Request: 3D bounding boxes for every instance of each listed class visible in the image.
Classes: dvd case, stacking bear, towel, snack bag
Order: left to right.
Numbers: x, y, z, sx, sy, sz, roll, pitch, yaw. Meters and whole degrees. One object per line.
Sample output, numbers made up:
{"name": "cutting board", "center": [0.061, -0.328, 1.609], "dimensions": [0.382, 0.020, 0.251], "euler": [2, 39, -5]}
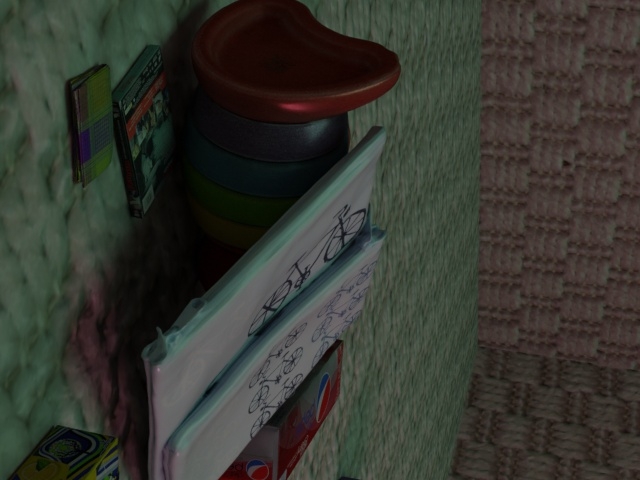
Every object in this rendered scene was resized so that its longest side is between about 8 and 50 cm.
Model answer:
{"name": "towel", "center": [-0.172, -0.088, 0.900], "dimensions": [0.060, 0.009, 0.083], "euler": [-58, 153, -60]}
{"name": "dvd case", "center": [-0.146, -0.091, 0.997], "dimensions": [0.087, 0.013, 0.119], "euler": [-67, 158, -46]}
{"name": "stacking bear", "center": [-0.052, -0.054, 1.116], "dimensions": [0.164, 0.175, 0.289], "euler": [-32, 143, -40]}
{"name": "snack bag", "center": [-0.042, 0.082, 1.090], "dimensions": [0.323, 0.037, 0.342], "euler": [-45, 161, -30]}

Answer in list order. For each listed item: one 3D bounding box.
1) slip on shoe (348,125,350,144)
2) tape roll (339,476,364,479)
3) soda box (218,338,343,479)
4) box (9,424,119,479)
{"name": "slip on shoe", "center": [-0.011, -0.120, 1.342], "dimensions": [0.331, 0.101, 0.123], "euler": [-66, 157, -53]}
{"name": "tape roll", "center": [0.060, 0.497, 2.003], "dimensions": [0.189, 0.080, 0.189], "euler": [8, 90, -75]}
{"name": "soda box", "center": [-0.051, 0.189, 1.361], "dimensions": [0.263, 0.092, 0.083], "euler": [-44, 139, -67]}
{"name": "box", "center": [-0.201, 0.204, 0.849], "dimensions": [0.169, 0.054, 0.059], "euler": [-57, 152, -61]}
